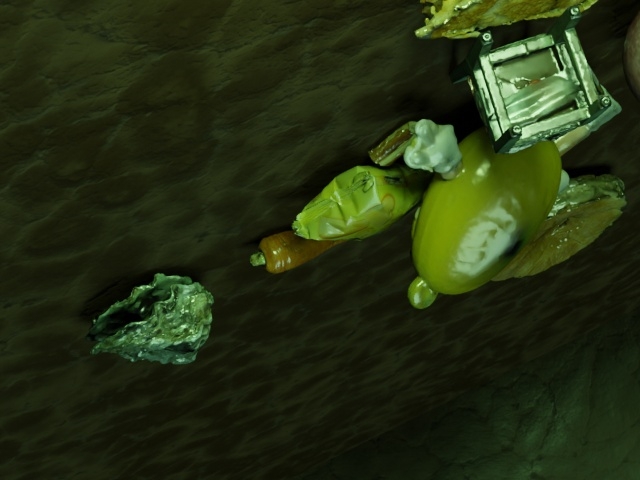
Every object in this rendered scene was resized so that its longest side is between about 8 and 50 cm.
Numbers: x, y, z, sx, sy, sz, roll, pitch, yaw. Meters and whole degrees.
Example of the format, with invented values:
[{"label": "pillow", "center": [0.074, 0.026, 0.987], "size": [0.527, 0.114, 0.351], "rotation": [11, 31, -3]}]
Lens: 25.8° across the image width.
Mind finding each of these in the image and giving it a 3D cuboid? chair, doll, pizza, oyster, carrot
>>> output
[{"label": "chair", "center": [0.267, -0.194, 1.818], "size": [0.136, 0.147, 0.270], "rotation": [-18, 176, -5]}, {"label": "doll", "center": [0.277, -0.112, 2.076], "size": [0.423, 0.161, 0.348], "rotation": [-31, 137, -14]}, {"label": "pizza", "center": [0.265, -0.322, 1.724], "size": [0.288, 0.074, 0.251], "rotation": [-28, 162, 21]}, {"label": "oyster", "center": [-0.249, 0.137, 2.188], "size": [0.198, 0.112, 0.268], "rotation": [-38, 160, 29]}, {"label": "carrot", "center": [0.000, 0.000, 2.231], "size": [0.257, 0.061, 0.061], "rotation": [-17, 158, -32]}]

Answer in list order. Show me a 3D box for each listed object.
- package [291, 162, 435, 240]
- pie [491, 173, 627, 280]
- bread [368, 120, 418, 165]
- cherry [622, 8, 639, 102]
[{"label": "package", "center": [0.067, -0.057, 2.112], "size": [0.168, 0.090, 0.226], "rotation": [-37, 162, 32]}, {"label": "pie", "center": [0.432, -0.023, 2.653], "size": [0.340, 0.083, 0.339], "rotation": [-21, 161, -8]}, {"label": "bread", "center": [0.116, -0.140, 2.048], "size": [0.083, 0.036, 0.047], "rotation": [-36, 160, 32]}, {"label": "cherry", "center": [0.548, -0.276, 1.985], "size": [0.236, 0.212, 0.285], "rotation": [0, -177, -1]}]
